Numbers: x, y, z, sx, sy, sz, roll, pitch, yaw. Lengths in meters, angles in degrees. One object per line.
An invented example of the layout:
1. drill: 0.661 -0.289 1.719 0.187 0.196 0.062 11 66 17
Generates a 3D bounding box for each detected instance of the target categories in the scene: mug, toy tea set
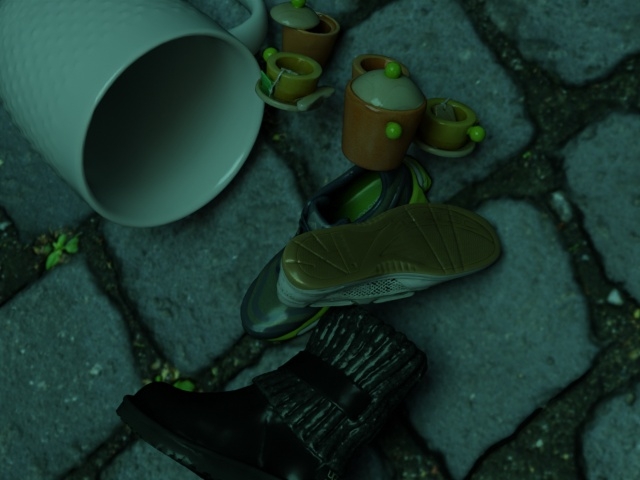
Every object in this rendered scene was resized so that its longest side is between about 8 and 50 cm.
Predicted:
1. mug: -0.239 -0.241 1.805 0.374 0.276 0.328 -35 50 -19
2. toy tea set: 0.042 -0.210 1.675 0.336 0.200 0.124 36 129 30

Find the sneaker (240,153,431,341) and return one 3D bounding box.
1. sneaker: 0.000 0.000 1.694 0.300 0.121 0.111 -49 63 8

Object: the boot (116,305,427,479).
1. boot: -0.059 0.181 1.658 0.348 0.131 0.260 21 73 36

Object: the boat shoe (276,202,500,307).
1. boat shoe: 0.076 0.025 1.624 0.277 0.096 0.098 -7 61 -21
